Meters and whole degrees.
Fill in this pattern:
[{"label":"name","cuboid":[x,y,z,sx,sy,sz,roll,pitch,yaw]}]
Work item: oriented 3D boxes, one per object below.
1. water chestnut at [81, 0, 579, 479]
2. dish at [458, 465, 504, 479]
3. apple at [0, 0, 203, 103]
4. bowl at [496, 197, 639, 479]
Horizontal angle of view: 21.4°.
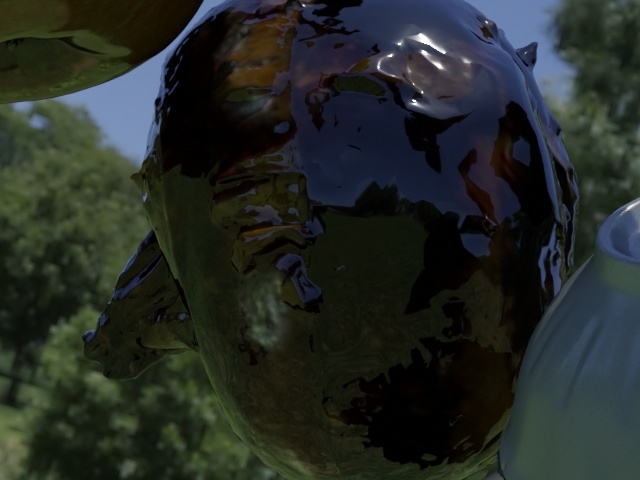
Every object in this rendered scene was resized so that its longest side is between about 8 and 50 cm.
[{"label":"water chestnut","cuboid":[0.000,0.000,0.901,0.300,0.300,0.300,16,-12,3]},{"label":"dish","cuboid":[0.076,0.168,0.777,0.086,0.236,0.228,32,3,11]},{"label":"apple","cuboid":[-0.161,-0.177,0.824,0.237,0.207,0.237,-14,-11,-3]},{"label":"bowl","cuboid":[0.148,0.028,0.619,0.189,0.086,0.189,-13,19,5]}]
